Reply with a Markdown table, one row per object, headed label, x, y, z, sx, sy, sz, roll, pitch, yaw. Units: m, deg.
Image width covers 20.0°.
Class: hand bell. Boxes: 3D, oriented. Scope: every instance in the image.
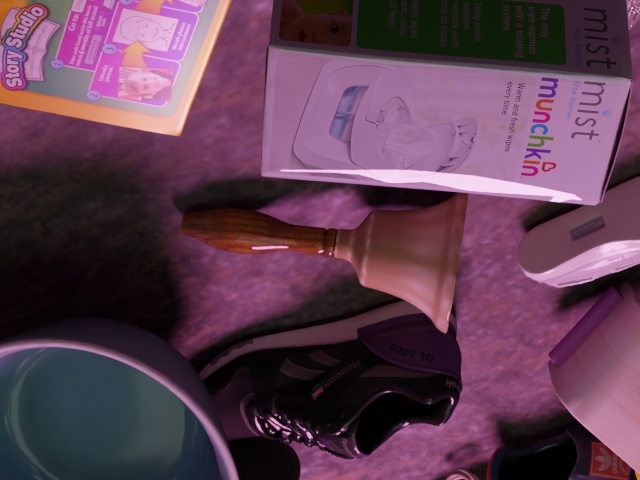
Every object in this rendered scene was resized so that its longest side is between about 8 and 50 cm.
| label | x | y | z | sx | sy | sz | roll | pitch | yaw |
| --- | --- | --- | --- | --- | --- | --- | --- | --- | --- |
| hand bell | 0.000 | 0.000 | 1.570 | 0.242 | 0.126 | 0.126 | 9 | 139 | 4 |

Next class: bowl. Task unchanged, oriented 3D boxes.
| label | x | y | z | sx | sy | sz | roll | pitch | yaw |
| --- | --- | --- | --- | --- | --- | --- | --- | --- | --- |
| bowl | -0.213 | 0.193 | 1.654 | 0.312 | 0.163 | 0.311 | 3 | 115 | 6 |

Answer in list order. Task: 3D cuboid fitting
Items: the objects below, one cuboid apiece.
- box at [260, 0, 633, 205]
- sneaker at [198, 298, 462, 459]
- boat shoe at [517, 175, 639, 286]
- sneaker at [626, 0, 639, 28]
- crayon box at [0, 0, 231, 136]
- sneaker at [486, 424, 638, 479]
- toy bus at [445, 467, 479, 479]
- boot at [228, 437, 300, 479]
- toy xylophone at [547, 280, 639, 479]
| label | x | y | z | sx | sy | sz | roll | pitch | yaw |
| --- | --- | --- | --- | --- | --- | --- | --- | --- | --- |
| box | 0.084 | -0.163 | 1.229 | 0.231 | 0.262 | 0.126 | 5 | 138 | 0 |
| sneaker | -0.003 | 0.151 | 1.701 | 0.283 | 0.124 | 0.107 | -21 | 136 | 17 |
| boat shoe | 0.267 | -0.003 | 1.604 | 0.184 | 0.066 | 0.063 | -28 | 148 | 21 |
| sneaker | 0.182 | -0.135 | 1.417 | 0.088 | 0.092 | 0.225 | 22 | 132 | -28 |
| crayon box | -0.145 | -0.207 | 1.309 | 0.165 | 0.081 | 0.278 | 10 | 137 | -17 |
| sneaker | 0.324 | 0.236 | 1.790 | 0.350 | 0.131 | 0.148 | -15 | 141 | 30 |
| toy bus | 0.166 | 0.348 | 1.957 | 0.202 | 0.191 | 0.104 | -40 | 171 | 34 |
| boot | -0.139 | 0.264 | 1.846 | 0.236 | 0.085 | 0.178 | 3 | 139 | 1 |
| toy xylophone | 0.377 | 0.164 | 1.667 | 0.236 | 0.081 | 0.322 | -40 | 93 | 17 |
